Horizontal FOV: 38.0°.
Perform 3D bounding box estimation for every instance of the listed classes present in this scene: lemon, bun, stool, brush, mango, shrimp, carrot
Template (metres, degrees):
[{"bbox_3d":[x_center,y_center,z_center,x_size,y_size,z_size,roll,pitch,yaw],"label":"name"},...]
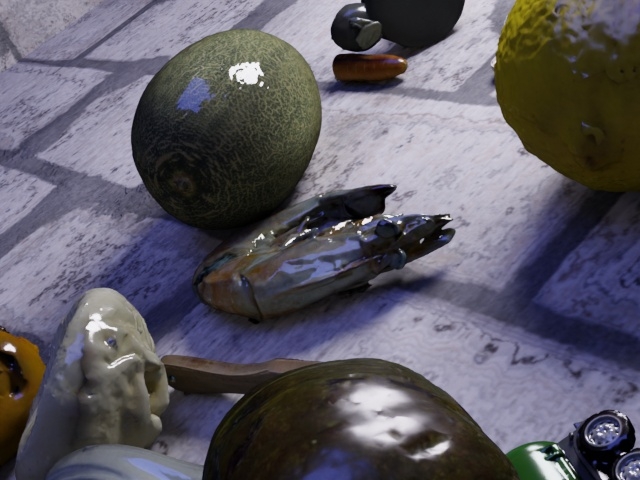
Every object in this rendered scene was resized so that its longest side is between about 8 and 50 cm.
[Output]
[{"bbox_3d":[0.322,-0.194,0.949,0.268,0.268,0.322,4,40,42],"label":"lemon"},{"bbox_3d":[-0.228,0.163,0.969,0.231,0.133,0.231,-160,90,-76],"label":"bun"},{"bbox_3d":[0.118,-0.395,1.489,0.227,0.153,0.139,-12,29,-9],"label":"stool"},{"bbox_3d":[-0.059,0.158,0.939,0.327,0.070,0.065,-1,51,40],"label":"brush"},{"bbox_3d":[-0.415,0.215,1.065,0.156,0.151,0.249,27,61,6],"label":"mango"},{"bbox_3d":[0.000,0.000,1.113,0.360,0.085,0.247,-12,28,32],"label":"shrimp"},{"bbox_3d":[0.080,-0.270,1.461,0.139,0.048,0.048,11,49,44],"label":"carrot"}]

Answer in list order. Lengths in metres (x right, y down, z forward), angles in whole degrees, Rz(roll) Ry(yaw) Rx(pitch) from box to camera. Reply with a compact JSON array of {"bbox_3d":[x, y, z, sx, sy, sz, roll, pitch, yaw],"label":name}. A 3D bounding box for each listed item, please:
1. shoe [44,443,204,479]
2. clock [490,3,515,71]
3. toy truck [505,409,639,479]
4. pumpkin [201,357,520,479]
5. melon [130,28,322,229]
[{"bbox_3d":[-0.125,0.269,0.772,0.316,0.124,0.159,-7,39,27],"label":"shoe"},{"bbox_3d":[0.333,-0.306,1.292,0.229,0.063,0.156,-29,32,-2],"label":"clock"},{"bbox_3d":[0.200,0.216,0.608,0.125,0.101,0.242,-34,28,1],"label":"toy truck"},{"bbox_3d":[0.013,0.204,0.573,0.242,0.232,0.325,-26,49,-2],"label":"pumpkin"},{"bbox_3d":[-0.122,-0.159,1.274,0.248,0.249,0.329,-12,32,26],"label":"melon"}]
